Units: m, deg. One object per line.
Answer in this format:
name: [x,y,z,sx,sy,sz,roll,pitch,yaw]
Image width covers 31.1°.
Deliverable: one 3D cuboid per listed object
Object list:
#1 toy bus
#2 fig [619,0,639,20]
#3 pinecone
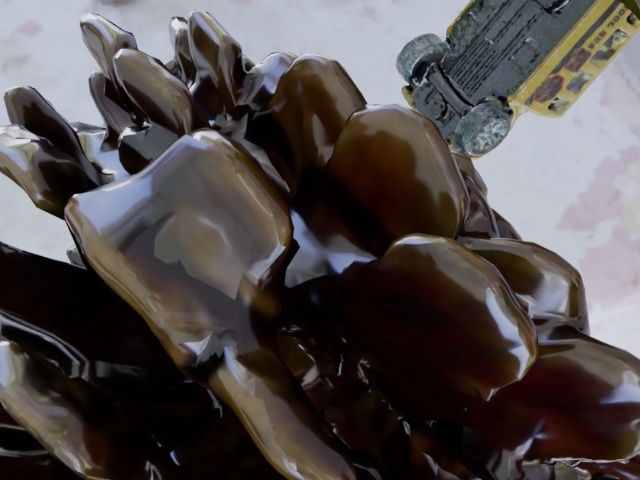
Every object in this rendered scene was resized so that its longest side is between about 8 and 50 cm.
toy bus: [0.217,-0.216,0.994,0.335,0.123,0.121,-50,54,21]
fig: [0.159,-0.208,0.547,0.203,0.202,0.225,124,151,-75]
pinecone: [-0.035,0.110,0.536,0.398,0.397,0.398,165,90,-78]
